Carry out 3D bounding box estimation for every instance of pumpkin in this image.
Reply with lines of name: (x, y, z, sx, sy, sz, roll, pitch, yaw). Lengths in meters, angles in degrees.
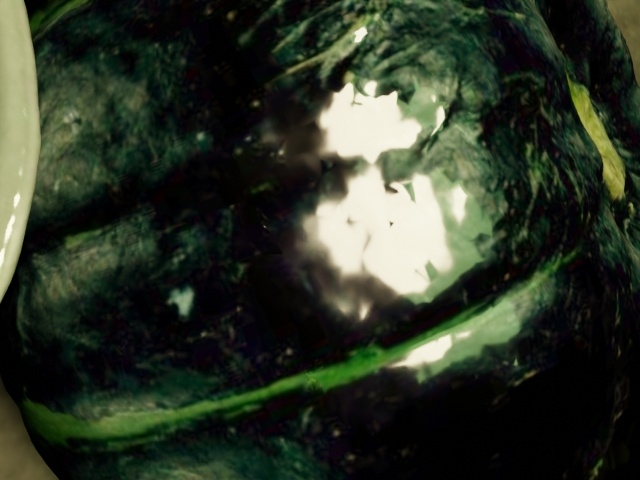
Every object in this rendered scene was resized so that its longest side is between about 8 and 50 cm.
pumpkin: (0.000, 0.000, 0.587, 0.315, 0.239, 0.315, -13, 90, -71)

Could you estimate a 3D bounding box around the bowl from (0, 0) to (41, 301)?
bowl: (-0.227, -0.019, 0.474, 0.289, 0.146, 0.289, 2, 76, -7)
